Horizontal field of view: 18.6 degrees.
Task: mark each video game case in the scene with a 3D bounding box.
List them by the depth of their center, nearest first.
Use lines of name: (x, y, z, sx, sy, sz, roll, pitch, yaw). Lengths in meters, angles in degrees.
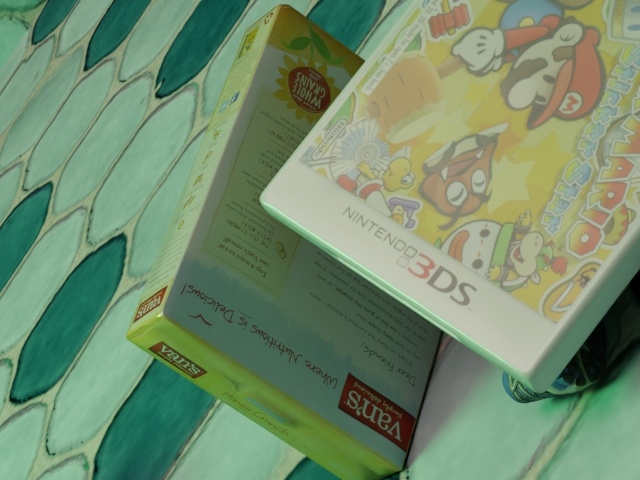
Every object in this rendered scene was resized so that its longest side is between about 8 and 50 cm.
video game case: (0.105, -0.062, 1.010, 0.206, 0.026, 0.227, 34, 83, 38)

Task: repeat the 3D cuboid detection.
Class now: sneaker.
sneaker: (0.117, 0.027, 1.020, 0.058, 0.052, 0.135, -39, 26, 45)

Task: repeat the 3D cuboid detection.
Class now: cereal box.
cereal box: (0.000, 0.000, 1.138, 0.047, 0.173, 0.240, -30, 32, 48)
